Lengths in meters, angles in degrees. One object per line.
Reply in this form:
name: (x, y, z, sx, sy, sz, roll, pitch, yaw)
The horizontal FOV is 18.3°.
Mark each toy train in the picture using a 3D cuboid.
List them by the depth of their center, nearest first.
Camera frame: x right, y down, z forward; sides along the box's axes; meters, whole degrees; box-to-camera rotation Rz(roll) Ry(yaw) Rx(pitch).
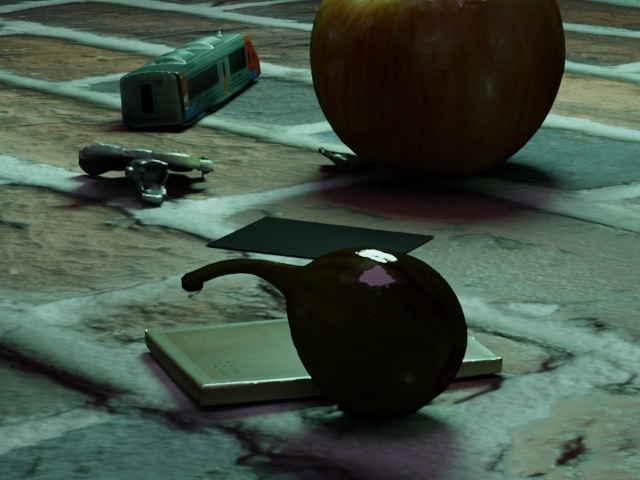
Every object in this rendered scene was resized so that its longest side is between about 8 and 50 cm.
toy train: (-0.167, -0.224, 2.669, 0.086, 0.089, 0.409, -3, 14, 14)

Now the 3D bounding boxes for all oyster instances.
oyster: (0.026, -0.090, 2.255, 0.054, 0.019, 0.083, 5, 15, -38)

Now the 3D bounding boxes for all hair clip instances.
hair clip: (-0.189, -0.081, 2.162, 0.146, 0.056, 0.187, 4, 10, -9)

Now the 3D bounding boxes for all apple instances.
apple: (0.137, -0.194, 2.215, 0.302, 0.301, 0.301, -1, 14, 0)

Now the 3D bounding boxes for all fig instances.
fig: (-0.003, 0.047, 1.447, 0.236, 0.124, 0.124, 22, 24, 30)

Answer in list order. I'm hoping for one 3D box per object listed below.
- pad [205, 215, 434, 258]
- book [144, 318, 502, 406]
pad: (0.000, 0.000, 1.929, 0.190, 0.004, 0.127, 7, 16, 26)
book: (0.000, 0.087, 1.548, 0.242, 0.018, 0.170, -5, 14, -18)
